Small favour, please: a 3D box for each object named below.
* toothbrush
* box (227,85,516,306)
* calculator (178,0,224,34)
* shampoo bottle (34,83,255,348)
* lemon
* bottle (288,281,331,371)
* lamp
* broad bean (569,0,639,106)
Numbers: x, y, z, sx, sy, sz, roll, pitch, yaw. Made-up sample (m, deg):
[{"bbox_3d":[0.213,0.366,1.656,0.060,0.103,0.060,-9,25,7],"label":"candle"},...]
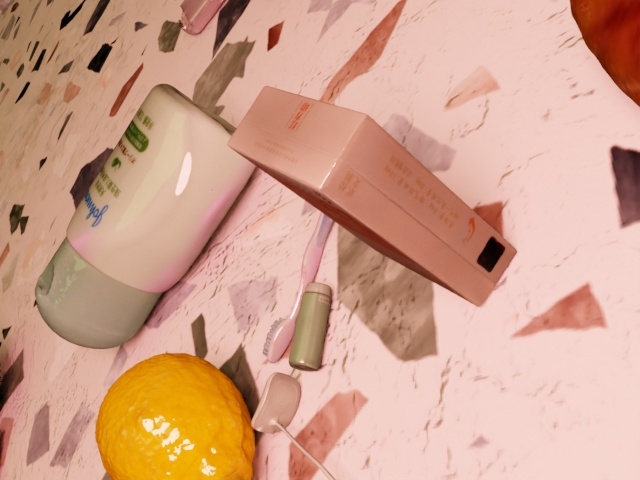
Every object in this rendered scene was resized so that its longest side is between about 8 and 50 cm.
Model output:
[{"bbox_3d":[0.000,0.000,0.670,0.027,0.021,0.269,16,79,45],"label":"toothbrush"},{"bbox_3d":[0.042,-0.033,0.500,0.141,0.201,0.058,31,87,50],"label":"box"},{"bbox_3d":[-0.191,-0.442,1.136,0.175,0.032,0.100,-46,42,17],"label":"calculator"},{"bbox_3d":[-0.234,-0.018,0.834,0.349,0.151,0.222,-56,41,7],"label":"shampoo bottle"},{"bbox_3d":[-0.134,0.184,0.611,0.187,0.142,0.142,24,86,45],"label":"lemon"},{"bbox_3d":[-0.009,0.083,0.621,0.030,0.030,0.083,-12,58,43],"label":"bottle"},{"bbox_3d":[0.008,0.175,0.531,0.198,0.050,0.056,25,85,51],"label":"lamp"},{"bbox_3d":[0.251,-0.162,0.417,0.228,0.122,0.156,-98,26,-45],"label":"broad bean"}]
